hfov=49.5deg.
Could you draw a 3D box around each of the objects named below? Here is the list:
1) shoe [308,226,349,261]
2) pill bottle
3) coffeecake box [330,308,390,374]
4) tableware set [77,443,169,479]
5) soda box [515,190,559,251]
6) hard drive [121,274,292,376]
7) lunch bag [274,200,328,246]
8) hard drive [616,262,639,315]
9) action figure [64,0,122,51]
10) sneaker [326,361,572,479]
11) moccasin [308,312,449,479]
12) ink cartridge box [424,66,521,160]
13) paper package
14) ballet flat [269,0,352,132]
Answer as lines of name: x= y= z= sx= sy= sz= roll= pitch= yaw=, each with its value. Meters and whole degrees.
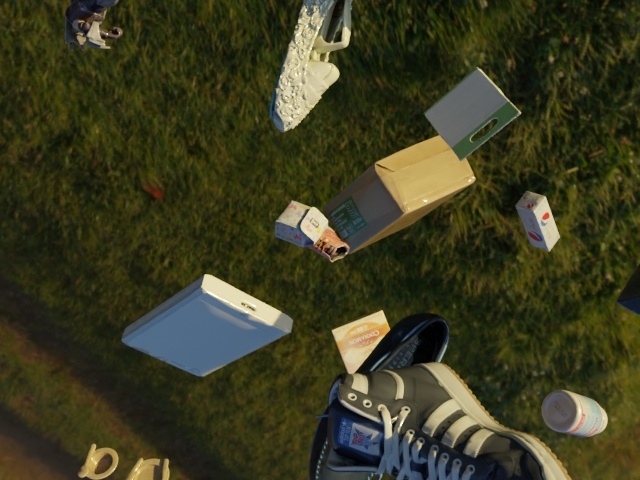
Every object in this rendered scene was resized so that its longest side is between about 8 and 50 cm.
shoe: x=0.000 y=0.000 z=1.598 sx=0.063 sy=0.081 sz=0.178 roll=-54 pitch=152 yaw=13
pill bottle: x=0.549 y=0.374 z=1.486 sx=0.160 sy=0.087 sz=0.087 roll=22 pitch=135 yaw=-41
coffeecake box: x=0.125 y=0.290 z=1.799 sx=0.142 sy=0.185 sz=0.068 roll=-21 pitch=179 yaw=-3
tableware set: x=-0.319 y=0.385 z=1.059 sx=0.169 sy=0.141 sz=0.020 roll=4 pitch=132 yaw=14
soda box: x=0.701 y=-0.060 z=2.233 sx=0.069 sy=0.074 sz=0.216 roll=-50 pitch=134 yaw=-15
hard drive: x=-0.228 y=0.176 z=1.360 sx=0.203 sy=0.040 sz=0.307 roll=31 pitch=137 yaw=-28
lunch bag: x=-0.034 y=-0.030 z=1.300 sx=0.083 sy=0.071 sz=0.053 roll=23 pitch=136 yaw=14
hard drive: x=0.569 y=0.015 z=1.036 sx=0.054 sy=0.255 sz=0.172 roll=51 pitch=150 yaw=-4
action figure: x=-0.381 y=-0.442 z=1.229 sx=0.099 sy=0.185 sz=0.285 roll=3 pitch=163 yaw=-39
sneaker: x=0.100 y=0.202 z=0.641 sx=0.153 sy=0.282 sz=0.099 roll=2 pitch=106 yaw=-21
moccasin: x=0.087 y=0.247 z=1.079 sx=0.138 sy=0.342 sz=0.117 roll=31 pitch=161 yaw=-4
ink cartridge box: x=0.358 y=-0.285 z=1.616 sx=0.171 sy=0.235 sz=0.056 roll=-40 pitch=130 yaw=15
paper package: x=0.217 y=-0.132 z=1.974 sx=0.310 sy=0.168 sz=0.325 roll=-24 pitch=173 yaw=-33
ballet flat: x=-0.008 y=-0.449 z=1.636 sx=0.147 sy=0.408 sz=0.147 roll=15 pitch=173 yaw=2
